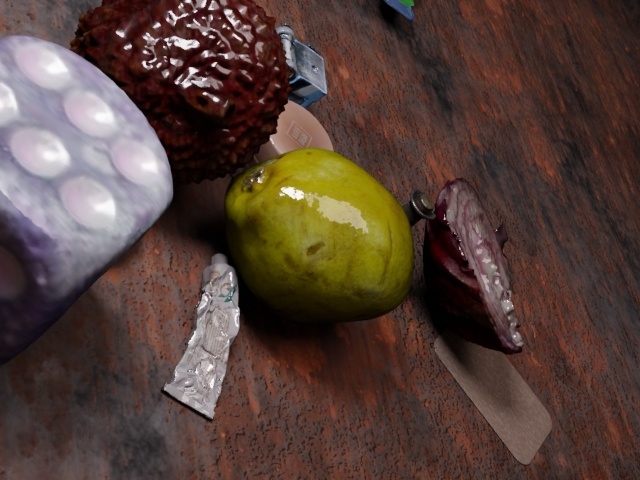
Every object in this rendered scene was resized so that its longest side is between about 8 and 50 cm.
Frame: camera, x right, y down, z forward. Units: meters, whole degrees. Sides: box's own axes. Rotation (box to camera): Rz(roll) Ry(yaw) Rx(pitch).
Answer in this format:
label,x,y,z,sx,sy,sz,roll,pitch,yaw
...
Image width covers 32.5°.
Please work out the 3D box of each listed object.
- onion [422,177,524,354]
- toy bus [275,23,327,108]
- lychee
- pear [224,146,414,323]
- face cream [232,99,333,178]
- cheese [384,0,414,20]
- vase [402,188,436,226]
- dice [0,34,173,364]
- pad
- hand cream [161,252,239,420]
label,x,y,z,sx,sy,sz,roll,pitch,yaw
onion,0.233,0.035,1.874,0.280,0.146,0.314,57,25,-23
toy bus,-0.134,-0.309,1.819,0.297,0.131,0.106,23,45,-33
lychee,-0.197,-0.227,1.539,0.306,0.306,0.330,28,8,-29
pear,0.000,0.000,1.596,0.321,0.269,0.269,40,34,-45
face cream,-0.066,-0.140,1.769,0.149,0.104,0.149,29,41,-29
cheese,0.159,-0.599,2.431,0.204,0.083,0.320,31,38,-29
vase,0.112,-0.017,1.792,0.120,0.183,0.120,30,40,-29
dice,-0.352,-0.046,1.229,0.270,0.271,0.270,47,36,-8
pad,0.306,0.254,1.925,0.266,0.002,0.176,53,35,1
hand cream,-0.151,0.119,1.505,0.084,0.050,0.257,36,41,-26
